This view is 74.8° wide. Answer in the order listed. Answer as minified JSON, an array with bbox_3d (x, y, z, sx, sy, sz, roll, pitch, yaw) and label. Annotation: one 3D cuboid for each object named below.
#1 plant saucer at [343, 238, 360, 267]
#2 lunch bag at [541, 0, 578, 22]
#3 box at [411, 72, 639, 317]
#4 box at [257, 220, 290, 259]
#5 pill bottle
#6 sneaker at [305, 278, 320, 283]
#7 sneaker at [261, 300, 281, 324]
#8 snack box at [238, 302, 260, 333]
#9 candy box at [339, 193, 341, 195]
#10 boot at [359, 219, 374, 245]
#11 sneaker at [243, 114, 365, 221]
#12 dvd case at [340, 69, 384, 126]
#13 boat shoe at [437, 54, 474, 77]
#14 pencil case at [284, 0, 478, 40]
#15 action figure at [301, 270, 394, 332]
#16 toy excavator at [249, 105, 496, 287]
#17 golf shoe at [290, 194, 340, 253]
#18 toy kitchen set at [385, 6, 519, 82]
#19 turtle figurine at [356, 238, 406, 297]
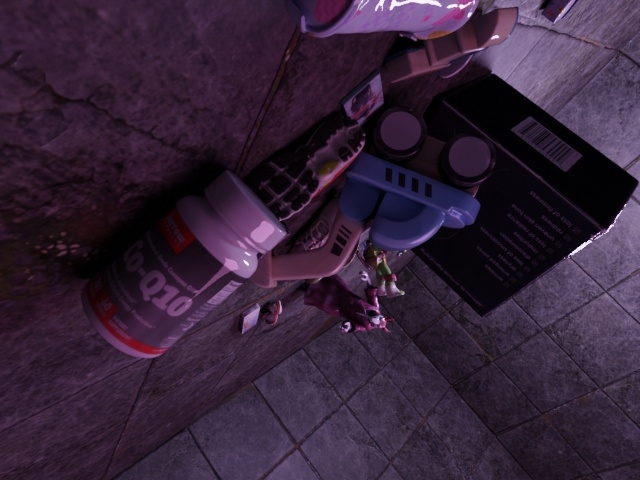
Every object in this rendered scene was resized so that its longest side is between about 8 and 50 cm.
[{"bbox_3d":[0.082,0.005,1.355,0.168,0.029,0.168,-39,138,-48],"label":"plant saucer"},{"bbox_3d":[0.593,-0.582,1.023,0.083,0.053,0.071,-41,168,-34],"label":"lunch bag"},{"bbox_3d":[0.481,-0.115,1.203,0.297,0.480,0.471,-33,162,-34],"label":"box"},{"bbox_3d":[-0.120,-0.009,0.803,0.116,0.029,0.162,-41,-156,1],"label":"box"},{"bbox_3d":[-0.203,0.033,0.649,0.283,0.161,0.161,-42,164,3],"label":"pill bottle"},{"bbox_3d":[0.006,0.064,1.396,0.192,0.064,0.086,-48,163,5],"label":"sneaker"},{"bbox_3d":[-0.189,0.261,1.524,0.065,0.061,0.158,-2,146,-22],"label":"sneaker"},{"bbox_3d":[-0.247,0.273,1.448,0.064,0.022,0.178,-33,162,-28],"label":"snack box"},{"bbox_3d":[0.137,-0.158,1.158,0.206,0.027,0.105,-16,147,-56],"label":"candy box"},{"bbox_3d":[0.177,-0.032,1.505,0.208,0.076,0.190,-52,148,13],"label":"boot"},{"bbox_3d":[-0.029,-0.111,0.776,0.279,0.107,0.118,-36,171,-10],"label":"sneaker"},{"bbox_3d":[0.082,-0.258,0.791,0.087,0.013,0.119,-41,165,2],"label":"dvd case"},{"bbox_3d":[0.302,-0.393,0.868,0.142,0.049,0.040,-47,163,16],"label":"boat shoe"},{"bbox_3d":[0.081,-0.301,0.494,0.273,0.113,0.124,-25,178,-44],"label":"pencil case"},{"bbox_3d":[0.109,0.268,1.608,0.248,0.370,0.275,-48,148,-24],"label":"action figure"},{"bbox_3d":[0.096,-0.048,0.912,0.222,0.433,0.445,54,58,-82],"label":"toy excavator"},{"bbox_3d":[0.000,0.000,1.126,0.140,0.115,0.306,-25,157,-35],"label":"golf shoe"},{"bbox_3d":[0.206,-0.376,0.675,0.122,0.166,0.207,-28,-164,-37],"label":"toy kitchen set"},{"bbox_3d":[0.279,0.074,1.638,0.198,0.266,0.275,-12,-179,42],"label":"turtle figurine"}]
